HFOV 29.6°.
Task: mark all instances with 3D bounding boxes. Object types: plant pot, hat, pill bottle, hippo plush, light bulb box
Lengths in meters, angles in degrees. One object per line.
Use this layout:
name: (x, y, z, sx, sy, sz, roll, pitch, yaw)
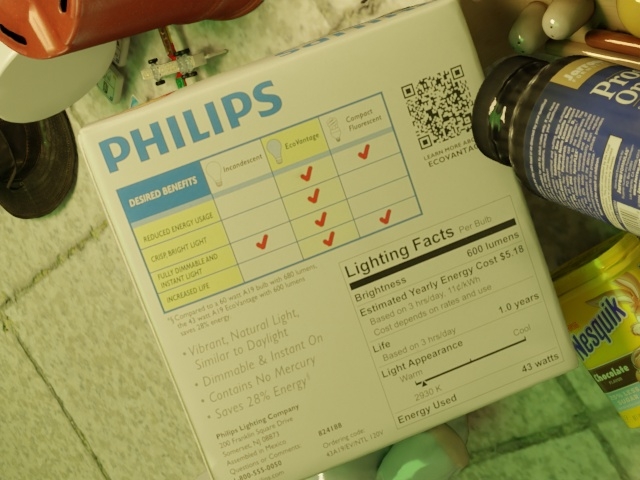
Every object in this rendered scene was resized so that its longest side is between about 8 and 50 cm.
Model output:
plant pot: (-0.223, -0.324, 1.275, 0.272, 0.265, 0.272, 23, 129, 32)
hat: (-0.510, -0.148, 1.759, 0.331, 0.134, 0.331, 23, 129, 31)
pill bottle: (0.228, -0.077, 0.957, 0.219, 0.123, 0.123, 28, 132, 45)
hippo plush: (0.001, 0.227, 1.397, 0.236, 0.294, 0.234, 49, 173, 0)
light bulb box: (0.000, 0.000, 1.148, 0.225, 0.358, 0.361, -145, 34, -77)
pill bottle: (-0.414, -0.332, 1.463, 0.363, 0.210, 0.210, 52, 139, 18)

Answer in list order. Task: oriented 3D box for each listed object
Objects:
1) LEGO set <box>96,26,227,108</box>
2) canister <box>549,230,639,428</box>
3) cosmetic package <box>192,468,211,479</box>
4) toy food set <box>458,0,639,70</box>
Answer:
LEGO set: (-0.205, -0.211, 1.508, 0.244, 0.060, 0.182, 47, 142, 24)
canister: (0.300, 0.089, 1.179, 0.170, 0.073, 0.126, 54, 139, 1)
cosmetic package: (-0.210, 0.535, 1.783, 0.097, 0.284, 0.377, 31, 132, 28)
toy food set: (0.238, -0.201, 0.995, 0.306, 0.092, 0.220, 18, 144, 35)
